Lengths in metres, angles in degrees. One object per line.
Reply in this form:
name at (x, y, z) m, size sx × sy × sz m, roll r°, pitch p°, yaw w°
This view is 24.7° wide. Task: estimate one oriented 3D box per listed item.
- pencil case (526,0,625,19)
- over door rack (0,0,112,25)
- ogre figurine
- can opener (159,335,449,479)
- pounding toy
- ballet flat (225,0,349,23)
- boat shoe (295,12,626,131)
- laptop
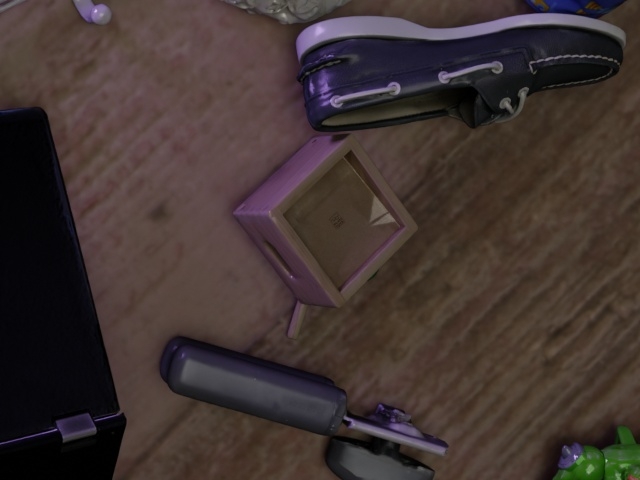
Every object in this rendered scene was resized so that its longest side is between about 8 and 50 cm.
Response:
pencil case at (0.265, -0.280, 1.233) m, size 0.133 × 0.306 × 0.119 m, roll 31°, pitch 75°, yaw -9°
over door rack at (-0.304, -0.246, 1.100) m, size 0.240 × 0.108 × 0.324 m, roll -30°, pitch 134°, yaw -17°
ogre figurine at (0.297, 0.252, 1.436) m, size 0.197 × 0.097 × 0.118 m, roll 8°, pitch 112°, yaw 12°
can opener at (-0.015, 0.171, 1.337) m, size 0.284 × 0.076 × 0.095 m, roll 18°, pitch 92°, yaw -17°
pounding toy at (0.000, 0.000, 1.314) m, size 0.130 × 0.100 × 0.141 m, roll -44°, pitch 111°, yaw -21°
ballet flat at (-0.116, -0.316, 1.200) m, size 0.409 × 0.147 × 0.147 m, roll 36°, pitch 87°, yaw -19°
boat shoe at (0.129, -0.142, 1.304) m, size 0.303 × 0.114 × 0.091 m, roll -4°, pitch 73°, yaw -5°
laptop at (-0.382, 0.143, 1.176) m, size 0.382 × 0.236 × 0.407 m, roll -10°, pitch 136°, yaw -31°
